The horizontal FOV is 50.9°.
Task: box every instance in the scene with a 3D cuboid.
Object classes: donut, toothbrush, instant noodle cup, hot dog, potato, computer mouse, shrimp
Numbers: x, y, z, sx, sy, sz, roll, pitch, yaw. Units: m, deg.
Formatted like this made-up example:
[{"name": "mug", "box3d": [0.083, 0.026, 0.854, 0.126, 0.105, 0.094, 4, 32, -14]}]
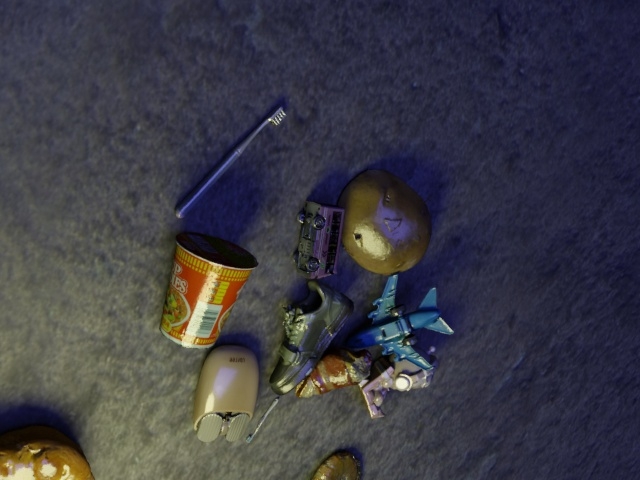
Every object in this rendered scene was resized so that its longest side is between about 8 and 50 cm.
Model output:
[{"name": "donut", "box3d": [-0.632, 0.540, 1.389, 0.318, 0.150, 0.298, -9, 107, -25]}, {"name": "toothbrush", "box3d": [-0.200, -0.177, 1.496, 0.342, 0.025, 0.030, -46, 120, -10]}, {"name": "instant noodle cup", "box3d": [-0.255, 0.114, 1.465, 0.193, 0.193, 0.212, 14, 104, -28]}, {"name": "hot dog", "box3d": [0.028, 0.319, 1.664, 0.213, 0.146, 0.102, -18, 84, 6]}, {"name": "potato", "box3d": [0.174, -0.029, 1.671, 0.239, 0.116, 0.299, -40, 115, -7]}, {"name": "computer mouse", "box3d": [-0.220, 0.363, 1.587, 0.145, 0.082, 0.236, 10, 97, -28]}, {"name": "shrimp", "box3d": [0.022, 0.682, 1.804, 0.173, 0.058, 0.253, 34, 85, -37]}, {"name": "toothbrush", "box3d": [-0.145, 0.451, 1.685, 0.131, 0.011, 0.013, -54, 140, -6]}]

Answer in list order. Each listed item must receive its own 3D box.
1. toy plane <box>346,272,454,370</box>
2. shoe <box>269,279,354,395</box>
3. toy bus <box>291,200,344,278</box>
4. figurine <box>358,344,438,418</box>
[{"name": "toy plane", "box3d": [0.186, 0.221, 1.691, 0.272, 0.105, 0.253, -22, 84, 11]}, {"name": "shoe", "box3d": [-0.057, 0.221, 1.623, 0.149, 0.109, 0.293, 43, 79, -24]}, {"name": "toy bus", "box3d": [0.000, 0.000, 1.602, 0.099, 0.087, 0.178, 3, 99, -33]}, {"name": "figurine", "box3d": [0.209, 0.360, 1.754, 0.237, 0.162, 0.141, -29, 95, -7]}]
